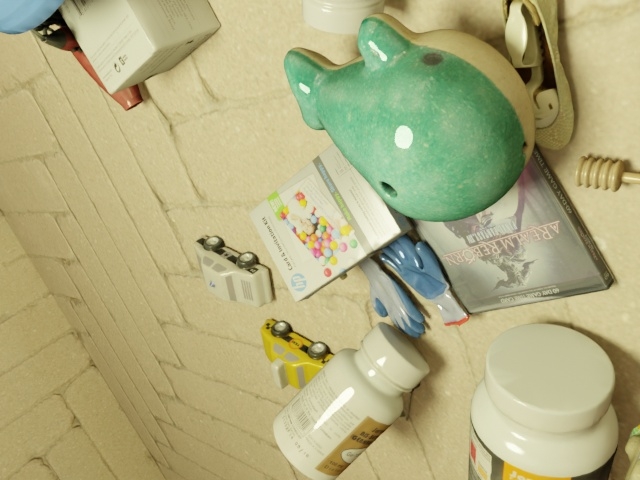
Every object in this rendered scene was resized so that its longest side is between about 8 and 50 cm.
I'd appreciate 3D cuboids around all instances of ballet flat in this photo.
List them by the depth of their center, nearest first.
[{"bbox_3d":[0.191,-0.153,0.546,0.057,0.052,0.168,6,124,45],"label":"ballet flat"}]

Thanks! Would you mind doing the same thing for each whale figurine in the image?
[{"bbox_3d":[0.062,-0.110,0.584,0.272,0.141,0.216,23,154,33],"label":"whale figurine"}]

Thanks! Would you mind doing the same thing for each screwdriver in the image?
[{"bbox_3d":[0.144,0.252,0.976,0.025,0.024,0.169,11,136,5],"label":"screwdriver"}]

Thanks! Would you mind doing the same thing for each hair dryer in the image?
[{"bbox_3d":[-0.392,-0.311,0.948,0.293,0.080,0.223,44,-155,-50],"label":"hair dryer"}]

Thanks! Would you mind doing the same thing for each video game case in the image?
[{"bbox_3d":[0.176,-0.045,0.681,0.196,0.026,0.274,-23,101,54],"label":"video game case"}]

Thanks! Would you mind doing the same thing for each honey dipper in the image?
[{"bbox_3d":[0.309,-0.049,0.526,0.161,0.030,0.030,16,131,37],"label":"honey dipper"}]

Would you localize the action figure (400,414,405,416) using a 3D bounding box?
[{"bbox_3d":[0.022,0.312,1.082,0.137,0.063,0.232,31,138,-27],"label":"action figure"}]

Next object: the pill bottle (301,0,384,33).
[{"bbox_3d":[0.027,-0.298,0.555,0.112,0.112,0.186,31,140,27],"label":"pill bottle"}]

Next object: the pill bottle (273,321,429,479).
[{"bbox_3d":[0.048,0.237,0.893,0.131,0.131,0.229,44,102,11],"label":"pill bottle"}]

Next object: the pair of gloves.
[{"bbox_3d":[0.112,0.064,0.828,0.159,0.023,0.198,53,152,1],"label":"pair of gloves"}]

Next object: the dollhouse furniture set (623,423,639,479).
[{"bbox_3d":[0.322,0.135,0.426,0.151,0.301,0.197,25,141,29],"label":"dollhouse furniture set"}]

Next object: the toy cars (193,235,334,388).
[{"bbox_3d":[-0.118,0.149,1.123,0.393,0.087,0.176,51,144,2],"label":"toy cars"}]

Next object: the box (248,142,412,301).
[{"bbox_3d":[0.007,-0.026,0.787,0.186,0.038,0.145,-36,77,31],"label":"box"}]

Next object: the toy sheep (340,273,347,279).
[{"bbox_3d":[0.000,0.000,0.864,0.132,0.091,0.091,61,147,17],"label":"toy sheep"}]

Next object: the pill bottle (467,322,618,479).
[{"bbox_3d":[0.261,0.245,0.719,0.162,0.162,0.278,21,135,36],"label":"pill bottle"}]

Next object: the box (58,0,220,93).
[{"bbox_3d":[-0.268,-0.333,0.847,0.181,0.119,0.181,-13,111,52],"label":"box"}]

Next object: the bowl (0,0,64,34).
[{"bbox_3d":[-0.350,-0.442,0.693,0.391,0.077,0.390,-7,79,38],"label":"bowl"}]
